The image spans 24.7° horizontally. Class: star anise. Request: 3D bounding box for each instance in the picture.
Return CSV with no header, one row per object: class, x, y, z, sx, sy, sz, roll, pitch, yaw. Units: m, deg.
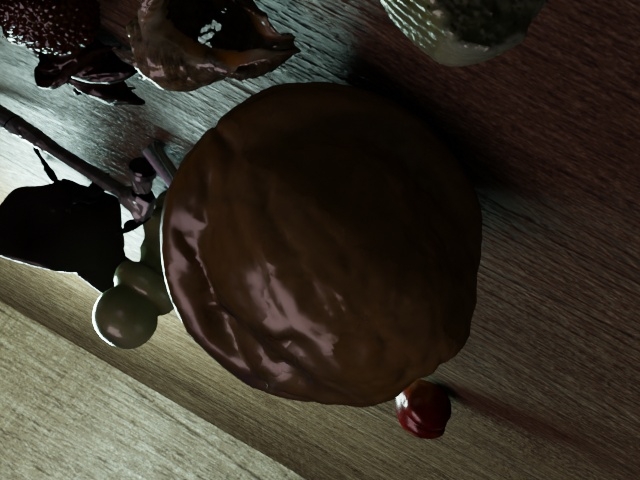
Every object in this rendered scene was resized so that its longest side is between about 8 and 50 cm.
star anise,-0.358,-0.247,1.970,0.272,0.102,0.272,32,164,10

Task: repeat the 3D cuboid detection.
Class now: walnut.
walnut,0.006,0.006,1.685,0.384,0.383,0.383,29,161,11

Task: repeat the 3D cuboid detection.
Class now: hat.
hat,-0.399,-0.034,2.527,0.336,0.209,0.238,22,-172,-26

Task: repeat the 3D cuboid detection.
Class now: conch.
conch,-0.127,-0.227,1.603,0.207,0.130,0.155,14,168,22

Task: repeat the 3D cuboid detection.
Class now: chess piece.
chess piece,-0.269,0.063,2.354,0.144,0.251,0.144,29,160,11

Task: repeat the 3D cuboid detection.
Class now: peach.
peach,0.169,0.280,2.442,0.101,0.100,0.100,29,161,11

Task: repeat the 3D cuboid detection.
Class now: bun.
bun,0.116,-0.248,1.171,0.204,0.126,0.212,54,162,20

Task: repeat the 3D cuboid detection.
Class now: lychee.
lychee,-0.331,-0.288,1.794,0.129,0.123,0.123,36,161,-2

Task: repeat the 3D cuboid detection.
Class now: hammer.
hammer,-0.431,-0.156,2.369,0.427,0.044,0.152,33,134,21

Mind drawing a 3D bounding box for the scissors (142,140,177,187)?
scissors,-0.184,-0.039,2.199,0.256,0.030,0.125,54,-162,-9
